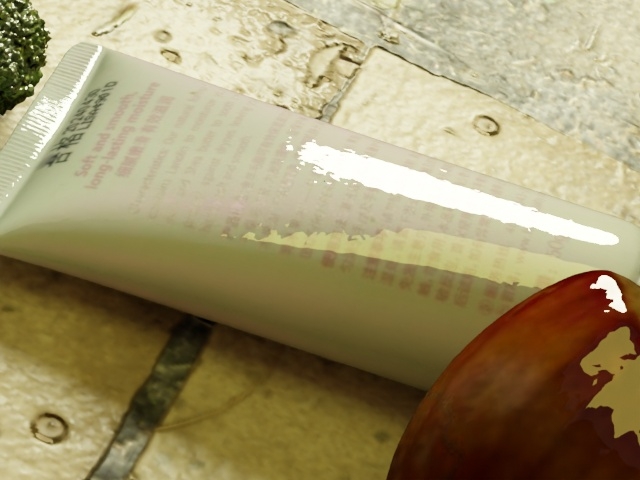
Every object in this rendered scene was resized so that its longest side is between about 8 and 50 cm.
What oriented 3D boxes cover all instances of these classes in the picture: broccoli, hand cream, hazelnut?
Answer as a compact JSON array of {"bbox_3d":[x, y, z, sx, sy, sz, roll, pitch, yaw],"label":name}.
[{"bbox_3d":[-0.194,-0.107,1.099,0.092,0.095,0.097,-6,63,9],"label":"broccoli"},{"bbox_3d":[0.000,0.000,1.062,0.359,0.118,0.185,19,45,6],"label":"hand cream"},{"bbox_3d":[0.135,0.129,0.927,0.212,0.181,0.181,41,30,-7],"label":"hazelnut"}]
